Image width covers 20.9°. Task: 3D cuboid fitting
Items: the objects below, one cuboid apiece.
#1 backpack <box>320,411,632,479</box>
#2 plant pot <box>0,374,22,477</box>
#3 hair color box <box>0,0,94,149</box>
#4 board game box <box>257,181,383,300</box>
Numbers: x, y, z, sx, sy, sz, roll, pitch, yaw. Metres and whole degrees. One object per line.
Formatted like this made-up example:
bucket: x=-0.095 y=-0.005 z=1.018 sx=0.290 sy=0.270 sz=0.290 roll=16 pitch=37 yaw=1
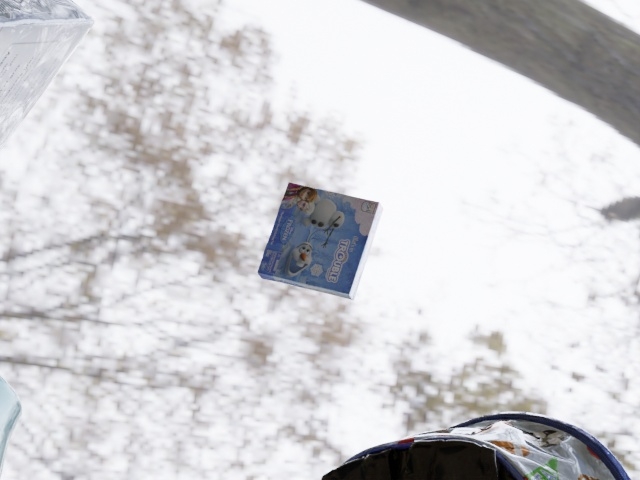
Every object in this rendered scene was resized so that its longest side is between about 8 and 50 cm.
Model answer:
backpack: x=0.118 y=0.244 z=1.122 sx=0.276 sy=0.213 sz=0.263 roll=-13 pitch=-87 yaw=39
plant pot: x=-0.339 y=0.180 z=1.185 sx=0.271 sy=0.272 sz=0.255 roll=6 pitch=-121 yaw=39
hair color box: x=-0.306 y=-0.122 z=1.262 sx=0.105 sy=0.347 sz=0.174 roll=40 pitch=-76 yaw=4
board game box: x=0.000 y=0.000 z=1.544 sx=0.090 sy=0.020 sz=0.090 roll=13 pitch=-107 yaw=18
